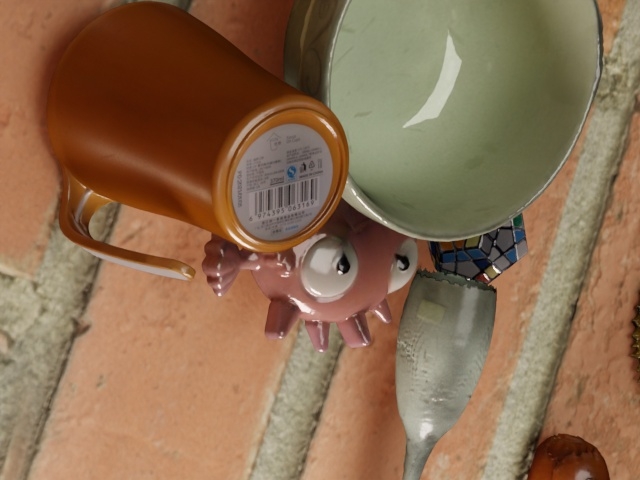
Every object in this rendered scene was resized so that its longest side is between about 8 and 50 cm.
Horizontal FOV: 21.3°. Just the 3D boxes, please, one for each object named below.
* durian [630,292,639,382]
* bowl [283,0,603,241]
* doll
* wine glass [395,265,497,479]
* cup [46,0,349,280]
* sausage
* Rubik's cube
[{"bbox_3d":[0.465,0.129,1.927,0.193,0.138,0.237,-36,114,-27],"label":"durian"},{"bbox_3d":[0.089,-0.164,1.532,0.307,0.163,0.307,-12,111,-34],"label":"bowl"},{"bbox_3d":[0.000,0.000,1.607,0.262,0.093,0.211,-5,90,-38],"label":"doll"},{"bbox_3d":[0.072,0.188,1.592,0.264,0.096,0.309,-5,110,-70],"label":"wine glass"},{"bbox_3d":[-0.114,-0.071,1.433,0.182,0.264,0.226,34,87,-41],"label":"cup"},{"bbox_3d":[0.246,0.373,1.824,0.102,0.102,0.330,10,90,-36],"label":"sausage"},{"bbox_3d":[0.156,-0.005,1.721,0.111,0.093,0.111,-2,94,-33],"label":"Rubik's cube"}]
